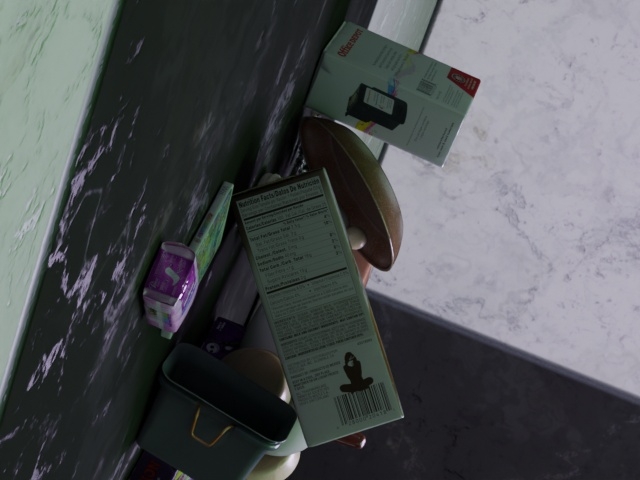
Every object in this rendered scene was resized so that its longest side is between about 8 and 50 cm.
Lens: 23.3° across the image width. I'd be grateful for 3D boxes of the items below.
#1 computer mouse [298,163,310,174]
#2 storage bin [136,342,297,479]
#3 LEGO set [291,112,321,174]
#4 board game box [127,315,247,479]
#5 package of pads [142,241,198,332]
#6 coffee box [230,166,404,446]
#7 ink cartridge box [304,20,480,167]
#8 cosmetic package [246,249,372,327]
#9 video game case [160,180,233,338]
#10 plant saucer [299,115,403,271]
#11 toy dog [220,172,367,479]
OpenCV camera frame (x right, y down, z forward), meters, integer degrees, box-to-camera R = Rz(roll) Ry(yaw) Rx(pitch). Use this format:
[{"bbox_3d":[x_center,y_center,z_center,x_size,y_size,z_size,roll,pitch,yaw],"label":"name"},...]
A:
[{"bbox_3d":[-0.039,-0.011,1.958,0.106,0.042,0.193,-71,173,-47],"label":"computer mouse"},{"bbox_3d":[-0.106,0.179,1.466,0.091,0.135,0.098,-60,180,22],"label":"storage bin"},{"bbox_3d":[-0.018,-0.113,1.852,0.054,0.023,0.083,109,-9,-60],"label":"LEGO set"},{"bbox_3d":[-0.168,0.264,1.642,0.347,0.056,0.208,-64,170,-49],"label":"board game box"},{"bbox_3d":[-0.117,0.037,1.213,0.083,0.032,0.050,100,10,-71],"label":"package of pads"},{"bbox_3d":[-0.002,0.067,1.494,0.141,0.098,0.247,78,-5,-83],"label":"coffee box"},{"bbox_3d":[0.083,-0.170,1.770,0.127,0.175,0.072,-60,174,-61],"label":"ink cartridge box"},{"bbox_3d":[-0.013,0.082,2.137,0.153,0.129,0.296,101,12,-75],"label":"cosmetic package"},{"bbox_3d":[-0.109,0.017,1.364,0.087,0.011,0.122,107,6,-50],"label":"video game case"},{"bbox_3d":[0.041,-0.059,1.751,0.036,0.199,0.198,-30,165,-14],"label":"plant saucer"},{"bbox_3d":[-0.002,0.105,1.657,0.220,0.161,0.334,52,50,-73],"label":"toy dog"}]
